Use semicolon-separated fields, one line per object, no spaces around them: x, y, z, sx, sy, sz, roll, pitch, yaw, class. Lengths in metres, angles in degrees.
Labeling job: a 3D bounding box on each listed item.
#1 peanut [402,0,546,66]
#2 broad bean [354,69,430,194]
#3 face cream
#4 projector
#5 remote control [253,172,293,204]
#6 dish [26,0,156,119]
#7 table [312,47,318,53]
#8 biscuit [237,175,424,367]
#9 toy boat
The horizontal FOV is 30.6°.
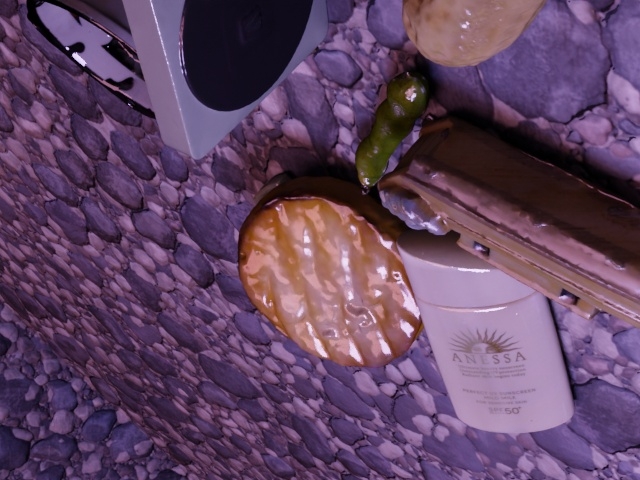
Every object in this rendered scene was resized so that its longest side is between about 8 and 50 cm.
0.155;-0.267;1.069;0.147;0.147;0.319;41;157;3;peanut
0.083;-0.135;1.421;0.052;0.053;0.256;15;152;-7;broad bean
0.224;0.118;1.538;0.173;0.081;0.349;-3;133;22;face cream
-0.100;-0.259;1.259;0.079;0.257;0.259;26;148;26;projector
0.000;0.000;1.727;0.233;0.038;0.098;47;151;-8;remote control
-0.240;-0.271;1.529;0.303;0.120;0.303;33;169;7;dish
-0.069;-0.229;1.447;0.070;0.082;0.083;51;151;-14;table
0.023;0.041;1.637;0.296;0.102;0.296;16;129;21;biscuit
0.267;0.009;1.307;0.445;0.136;0.162;29;154;21;toy boat
